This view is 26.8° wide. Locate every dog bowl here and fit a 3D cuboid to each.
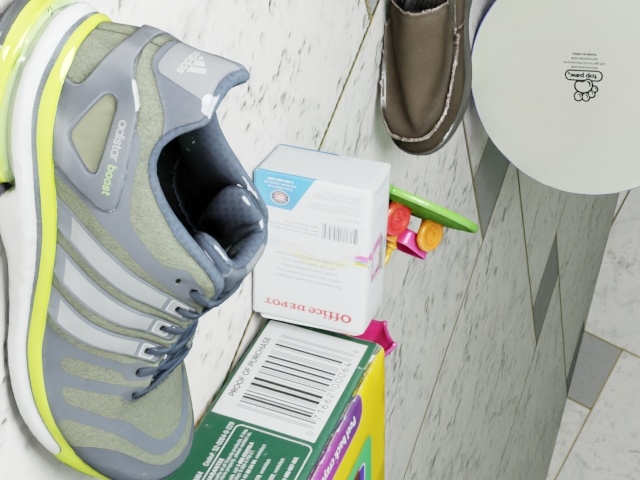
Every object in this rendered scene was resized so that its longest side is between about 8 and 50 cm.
[{"bbox_3d":[0.301,-0.187,1.463,0.104,0.265,0.264,-39,138,-57],"label":"dog bowl"}]

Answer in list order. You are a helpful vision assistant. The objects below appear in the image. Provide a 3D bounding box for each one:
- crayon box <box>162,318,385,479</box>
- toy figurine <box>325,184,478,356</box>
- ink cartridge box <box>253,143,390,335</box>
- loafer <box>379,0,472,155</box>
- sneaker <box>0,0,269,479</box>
[{"bbox_3d":[-0.060,0.292,0.979,0.363,0.106,0.313,-56,154,-46],"label":"crayon box"},{"bbox_3d":[0.026,0.031,1.080,0.173,0.130,0.159,24,88,-49],"label":"toy figurine"},{"bbox_3d":[0.000,0.000,0.983,0.052,0.089,0.122,-53,151,-56],"label":"ink cartridge box"},{"bbox_3d":[0.084,-0.183,1.149,0.078,0.080,0.220,-4,102,-61],"label":"loafer"},{"bbox_3d":[-0.089,0.021,0.684,0.111,0.121,0.300,-58,154,-44],"label":"sneaker"}]
